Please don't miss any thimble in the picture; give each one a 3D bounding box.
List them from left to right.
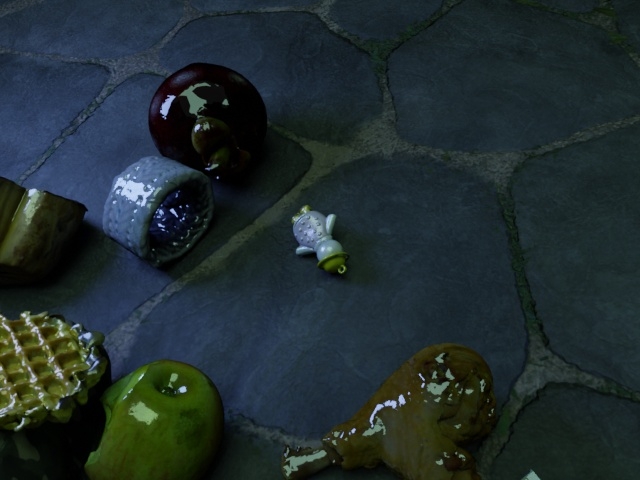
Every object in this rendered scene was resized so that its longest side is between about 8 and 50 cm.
[{"bbox_3d":[-0.381,-0.073,1.371,0.157,0.217,0.246,25,80,29],"label":"thimble"}]

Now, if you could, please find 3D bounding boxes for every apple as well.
[{"bbox_3d":[-0.294,0.324,1.026,0.246,0.226,0.246,14,39,-11],"label":"apple"}]

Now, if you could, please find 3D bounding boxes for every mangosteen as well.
[{"bbox_3d":[-0.279,-0.299,1.460,0.297,0.297,0.293,-23,13,-8],"label":"mangosteen"}]

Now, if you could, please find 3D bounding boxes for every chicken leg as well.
[{"bbox_3d":[0.135,0.365,1.004,0.409,0.182,0.295,-23,69,2],"label":"chicken leg"}]

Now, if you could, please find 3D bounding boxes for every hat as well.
[{"bbox_3d":[-0.527,0.307,1.036,0.366,0.257,0.382,29,64,-19],"label":"hat"}]

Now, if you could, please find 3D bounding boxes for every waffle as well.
[{"bbox_3d":[-0.530,0.225,0.998,0.329,0.062,0.329,10,29,-5],"label":"waffle"}]

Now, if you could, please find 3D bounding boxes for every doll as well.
[{"bbox_3d":[0.000,0.000,1.330,0.129,0.081,0.207,-45,57,12],"label":"doll"}]

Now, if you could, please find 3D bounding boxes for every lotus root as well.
[{"bbox_3d":[-0.725,-0.028,1.349,0.316,0.316,0.250,5,70,13],"label":"lotus root"}]

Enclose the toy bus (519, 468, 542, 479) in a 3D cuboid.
[{"bbox_3d":[0.385,0.468,0.933,0.075,0.064,0.190,-38,56,-4],"label":"toy bus"}]
